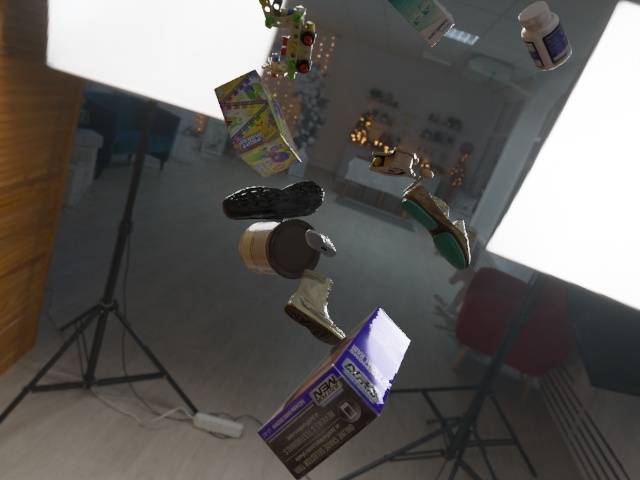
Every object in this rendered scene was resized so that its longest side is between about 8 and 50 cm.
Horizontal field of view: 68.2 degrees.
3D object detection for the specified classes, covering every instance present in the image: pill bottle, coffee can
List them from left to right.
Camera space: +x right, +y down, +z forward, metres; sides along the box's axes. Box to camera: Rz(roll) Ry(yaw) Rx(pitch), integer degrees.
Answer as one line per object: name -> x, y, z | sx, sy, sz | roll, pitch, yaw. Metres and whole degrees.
coffee can -> -0.151, 0.029, 1.685 | 0.201, 0.202, 0.275 | 10, -5, -29
pill bottle -> 0.696, -0.640, 1.477 | 0.186, 0.112, 0.112 | 43, 1, -33

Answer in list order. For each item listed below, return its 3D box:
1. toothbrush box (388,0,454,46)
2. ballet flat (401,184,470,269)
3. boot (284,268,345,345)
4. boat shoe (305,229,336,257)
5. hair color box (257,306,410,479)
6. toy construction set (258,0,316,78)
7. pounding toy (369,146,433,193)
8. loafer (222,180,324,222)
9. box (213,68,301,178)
toothbrush box -> 0.402, -0.963, 1.936 | 0.295, 0.126, 0.216 | 38, 32, -14
ballet flat -> 0.416, -0.056, 1.618 | 0.342, 0.124, 0.116 | 46, -26, -9
boot -> 0.008, 0.198, 1.402 | 0.213, 0.077, 0.165 | 39, 46, -14
boat shoe -> 0.000, 0.000, 1.034 | 0.100, 0.035, 0.035 | 37, 29, -40
hair color box -> 0.044, 0.255, 0.864 | 0.110, 0.185, 0.339 | 46, 18, 6
toy construction set -> -0.129, -0.721, 1.720 | 0.214, 0.328, 0.151 | 11, 54, -2
pounding toy -> 0.309, -0.286, 1.935 | 0.154, 0.155, 0.269 | 17, -4, -44
loafer -> -0.093, -0.068, 0.969 | 0.223, 0.078, 0.076 | -12, 46, -31
box -> -0.231, -0.428, 1.791 | 0.290, 0.176, 0.280 | 38, 31, -75
